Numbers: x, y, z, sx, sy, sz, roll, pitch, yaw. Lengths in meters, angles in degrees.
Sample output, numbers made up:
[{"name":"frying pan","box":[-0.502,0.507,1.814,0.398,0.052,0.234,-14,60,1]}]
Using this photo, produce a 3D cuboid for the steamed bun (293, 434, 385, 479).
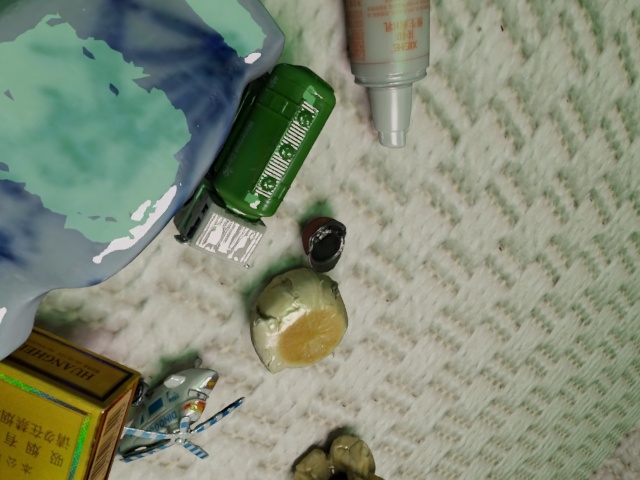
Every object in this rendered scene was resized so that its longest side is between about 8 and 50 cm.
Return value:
[{"name":"steamed bun","box":[0.024,0.461,0.818,0.192,0.177,0.106,-37,117,9]}]

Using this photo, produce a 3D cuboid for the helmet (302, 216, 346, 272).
[{"name":"helmet","box":[-0.001,0.001,0.650,0.065,0.049,0.084,-1,116,-38]}]

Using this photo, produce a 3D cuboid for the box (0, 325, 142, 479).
[{"name":"box","box":[-0.349,0.258,0.514,0.192,0.084,0.302,23,104,3]}]

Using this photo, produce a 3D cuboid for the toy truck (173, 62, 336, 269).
[{"name":"toy truck","box":[-0.077,-0.089,0.522,0.101,0.125,0.243,25,101,-35]}]

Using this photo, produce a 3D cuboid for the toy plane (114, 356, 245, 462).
[{"name":"toy plane","box":[-0.252,0.279,0.638,0.182,0.107,0.273,26,114,-42]}]

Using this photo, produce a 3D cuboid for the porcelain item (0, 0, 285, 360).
[{"name":"porcelain item","box":[-0.229,-0.096,0.406,0.405,0.178,0.242,-48,125,-3]}]

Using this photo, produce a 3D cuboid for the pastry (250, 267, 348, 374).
[{"name":"pastry","box":[-0.032,0.121,0.667,0.165,0.088,0.166,-11,116,-23]}]

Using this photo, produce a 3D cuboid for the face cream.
[{"name":"face cream","box":[0.085,-0.236,0.551,0.101,0.101,0.252,-18,120,-19]}]
